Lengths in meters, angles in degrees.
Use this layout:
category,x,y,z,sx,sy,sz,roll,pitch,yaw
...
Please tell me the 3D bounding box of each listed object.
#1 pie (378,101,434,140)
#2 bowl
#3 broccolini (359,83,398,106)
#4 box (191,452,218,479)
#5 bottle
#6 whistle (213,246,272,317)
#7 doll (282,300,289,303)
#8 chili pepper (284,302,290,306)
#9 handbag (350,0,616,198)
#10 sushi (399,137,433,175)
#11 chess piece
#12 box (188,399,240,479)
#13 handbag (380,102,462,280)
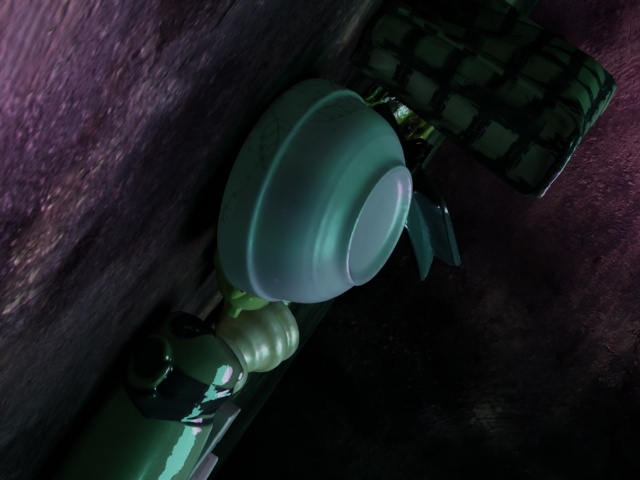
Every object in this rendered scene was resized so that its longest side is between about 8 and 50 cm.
category,x,y,z,sx,sy,sz,roll,pitch,yaw
pie,0.183,-0.250,2.177,0.323,0.070,0.323,-44,173,-7
bowl,0.014,-0.043,1.426,0.287,0.144,0.287,-47,151,-38
broccolini,0.077,-0.220,1.829,0.052,0.054,0.194,-36,-178,30
box,-0.330,0.493,2.040,0.225,0.143,0.341,-56,-179,18
bottle,-0.235,0.259,1.589,0.347,0.168,0.168,-59,173,8
whistle,-0.088,0.022,1.609,0.131,0.106,0.288,-59,176,-20
doll,0.000,0.000,2.055,0.257,0.161,0.215,-38,-170,11
chili pepper,-0.085,0.140,2.418,0.359,0.076,0.085,-52,-158,21
handbag,0.244,-0.236,1.658,0.162,0.327,0.325,-59,173,28
sushi,0.049,-0.096,1.775,0.153,0.150,0.172,-51,173,-25
chess piece,-0.160,0.195,1.920,0.251,0.144,0.144,-39,165,-49
box,-0.251,0.311,1.783,0.233,0.149,0.067,-54,177,9
handbag,0.151,-0.078,2.038,0.089,0.238,0.326,-26,157,2
